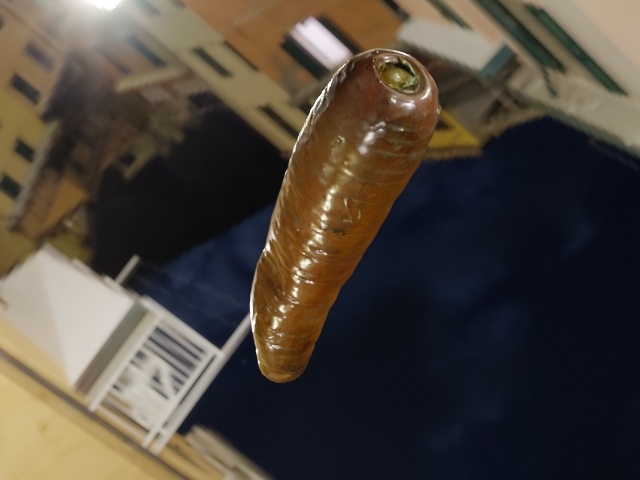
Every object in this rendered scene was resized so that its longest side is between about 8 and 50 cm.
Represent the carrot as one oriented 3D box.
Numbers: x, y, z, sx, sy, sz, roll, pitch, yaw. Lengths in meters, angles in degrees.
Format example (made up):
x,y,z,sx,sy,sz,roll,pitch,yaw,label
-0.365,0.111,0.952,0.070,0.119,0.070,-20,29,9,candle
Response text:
x,y,z,sx,sy,sz,roll,pitch,yaw,label
0.000,0.000,0.725,0.248,0.059,0.059,113,-6,-48,carrot
